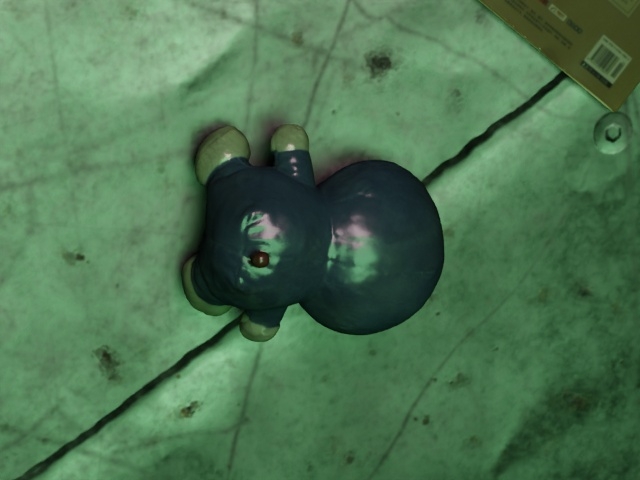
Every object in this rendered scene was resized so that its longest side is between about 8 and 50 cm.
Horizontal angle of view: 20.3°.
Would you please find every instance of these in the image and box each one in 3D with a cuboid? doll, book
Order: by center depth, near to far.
[{"bbox_3d":[0.000,0.000,1.809,0.258,0.154,0.228,3,103,-26],"label":"doll"},{"bbox_3d":[0.330,-0.316,1.868,0.217,0.021,0.310,36,94,-24],"label":"book"}]
